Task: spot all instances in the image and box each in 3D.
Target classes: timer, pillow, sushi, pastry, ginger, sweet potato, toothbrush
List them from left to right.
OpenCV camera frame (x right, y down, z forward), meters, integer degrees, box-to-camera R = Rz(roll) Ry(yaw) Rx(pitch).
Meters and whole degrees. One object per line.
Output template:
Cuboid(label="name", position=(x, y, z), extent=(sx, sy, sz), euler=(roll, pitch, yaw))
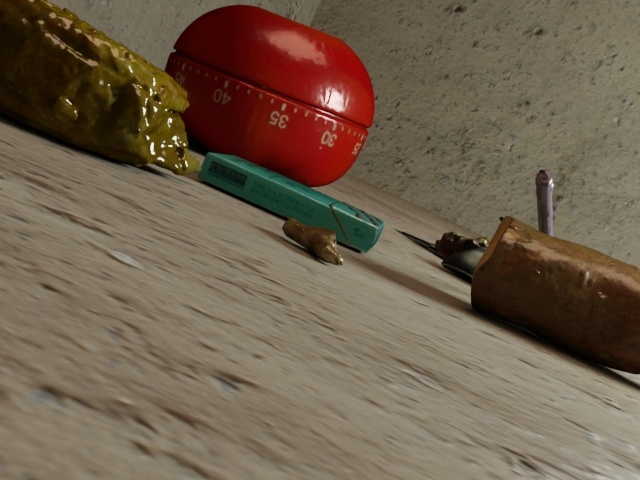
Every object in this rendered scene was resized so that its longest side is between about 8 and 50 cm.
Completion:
Cuboid(label="pastry", position=(-0.253, -0.174, 1.026), extent=(0.235, 0.132, 0.240), euler=(25, 7, 24))
Cuboid(label="timer", position=(-0.089, -0.258, 1.684), extent=(0.378, 0.279, 0.378), euler=(22, 9, -4))
Cuboid(label="ginger", position=(0.001, 0.000, 0.958), extent=(0.048, 0.030, 0.097), euler=(16, 11, -40))
Cuboid(label="pillow", position=(0.248, 0.045, 1.375), extent=(0.091, 0.055, 0.136), euler=(17, 8, -34))
Cuboid(label="sushi", position=(0.312, 0.033, 1.704), extent=(0.292, 0.059, 0.294), euler=(22, 6, -20))
Cuboid(label="toothbrush", position=(0.287, 0.018, 1.178), extent=(0.029, 0.024, 0.354), euler=(0, -30, 15))
Cuboid(label="sweet potato", position=(0.333, 0.084, 1.066), extent=(0.337, 0.131, 0.131), euler=(24, 6, 5))

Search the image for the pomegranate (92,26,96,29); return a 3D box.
Cuboid(label="pomegranate", position=(-0.405, -0.293, 1.505), extent=(0.169, 0.122, 0.143), euler=(29, 36, 18))

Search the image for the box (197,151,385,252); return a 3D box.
Cuboid(label="box", position=(-0.030, -0.051, 1.220), extent=(0.229, 0.041, 0.162), euler=(24, 6, 6))
